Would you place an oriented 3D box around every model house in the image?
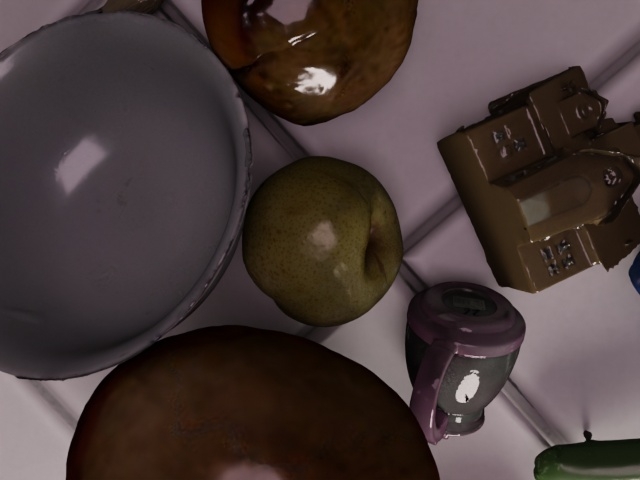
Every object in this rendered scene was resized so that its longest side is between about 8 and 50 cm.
[{"bbox_3d":[0.265,-0.076,0.813,0.248,0.176,0.181,-27,97,-5],"label":"model house"}]

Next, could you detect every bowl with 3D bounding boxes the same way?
[{"bbox_3d":[-0.194,-0.028,0.837,0.345,0.157,0.346,-6,72,19],"label":"bowl"}]

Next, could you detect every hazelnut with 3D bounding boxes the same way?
[{"bbox_3d":[-0.020,-0.214,0.803,0.208,0.208,0.208,1,102,6],"label":"hazelnut"},{"bbox_3d":[-0.062,0.251,0.806,0.365,0.366,0.366,1,102,6],"label":"hazelnut"}]

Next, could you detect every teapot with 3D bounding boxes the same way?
[{"bbox_3d":[0.138,0.131,0.868,0.116,0.148,0.146,5,115,-3],"label":"teapot"}]

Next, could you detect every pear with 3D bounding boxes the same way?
[{"bbox_3d":[0.000,0.000,0.843,0.136,0.167,0.167,7,104,32],"label":"pear"}]

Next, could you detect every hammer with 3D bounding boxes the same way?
[{"bbox_3d":[0.383,0.217,0.877,0.335,0.119,0.207,-8,100,15],"label":"hammer"}]

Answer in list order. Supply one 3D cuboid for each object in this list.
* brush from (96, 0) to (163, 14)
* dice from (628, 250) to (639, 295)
[{"bbox_3d":[-0.282,-0.186,0.906,0.299,0.039,0.042,-29,93,15],"label":"brush"},{"bbox_3d":[0.387,0.035,0.814,0.146,0.143,0.146,41,103,-2],"label":"dice"}]
